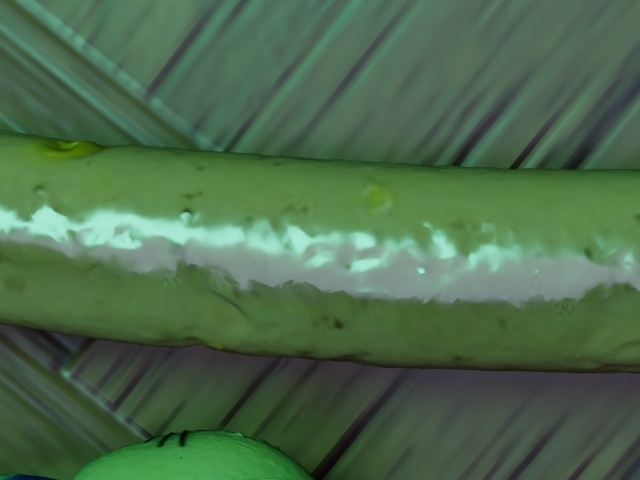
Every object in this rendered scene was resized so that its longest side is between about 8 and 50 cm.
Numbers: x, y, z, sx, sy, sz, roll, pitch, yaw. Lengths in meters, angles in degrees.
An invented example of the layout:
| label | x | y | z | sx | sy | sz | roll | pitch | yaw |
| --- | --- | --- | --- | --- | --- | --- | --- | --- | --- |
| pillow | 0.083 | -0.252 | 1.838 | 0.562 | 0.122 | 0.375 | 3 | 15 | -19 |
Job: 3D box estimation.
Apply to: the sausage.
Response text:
| label | x | y | z | sx | sy | sz | roll | pitch | yaw |
| --- | --- | --- | --- | --- | --- | --- | --- | --- | --- |
| sausage | 0.000 | 0.002 | 0.563 | 0.301 | 0.066 | 0.065 | 3 | 97 | 9 |

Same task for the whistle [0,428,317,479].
| label | x | y | z | sx | sy | sz | roll | pitch | yaw |
| --- | --- | --- | --- | --- | --- | --- | --- | --- | --- |
| whistle | -0.086 | 0.108 | 0.573 | 0.227 | 0.105 | 0.085 | -14 | 63 | 11 |
